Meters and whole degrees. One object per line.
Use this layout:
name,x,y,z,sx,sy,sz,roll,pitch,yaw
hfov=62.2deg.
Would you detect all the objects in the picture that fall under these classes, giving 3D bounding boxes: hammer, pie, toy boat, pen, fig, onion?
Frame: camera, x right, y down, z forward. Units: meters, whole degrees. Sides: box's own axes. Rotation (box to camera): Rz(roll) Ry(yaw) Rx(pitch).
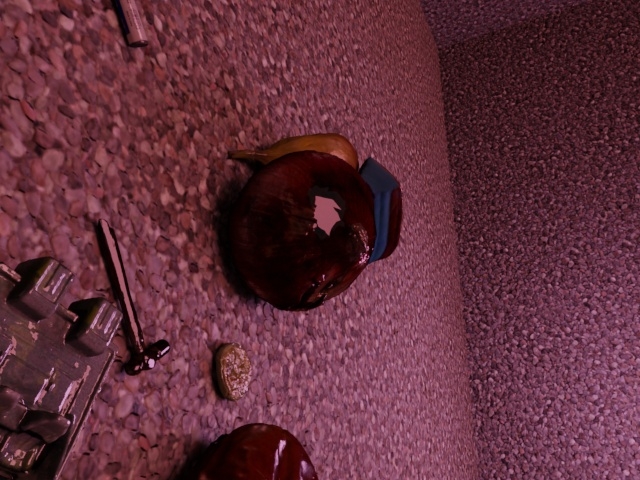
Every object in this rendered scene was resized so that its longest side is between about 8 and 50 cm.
hammer,-0.218,0.061,0.598,0.065,0.021,0.178,-28,103,-65
pie,-0.123,0.186,0.750,0.084,0.021,0.084,-14,90,-68
toy boat,-0.254,0.164,0.384,0.141,0.092,0.319,55,35,-40
pen,-0.260,-0.345,0.662,0.025,0.025,0.204,-39,115,-63
fig,-0.052,-0.127,0.930,0.257,0.159,0.159,6,74,-43
onion,0.000,0.000,0.828,0.272,0.195,0.272,-16,117,-35
toy boat,0.099,-0.026,1.092,0.136,0.079,0.392,48,-17,20

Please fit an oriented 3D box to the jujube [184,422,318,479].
jujube,-0.084,0.355,0.567,0.342,0.216,0.216,-82,153,-64
